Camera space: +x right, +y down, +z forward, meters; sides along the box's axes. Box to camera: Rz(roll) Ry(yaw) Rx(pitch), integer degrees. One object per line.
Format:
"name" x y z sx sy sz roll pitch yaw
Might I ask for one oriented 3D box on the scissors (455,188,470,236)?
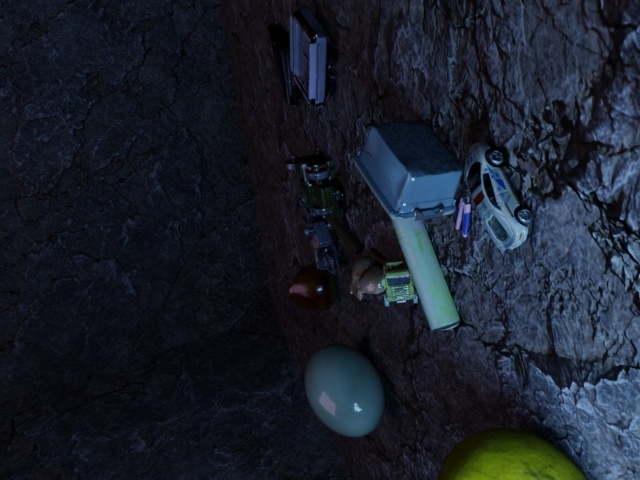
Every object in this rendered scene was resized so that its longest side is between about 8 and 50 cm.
"scissors" 0.293 -0.059 1.156 0.039 0.012 0.113 -123 21 -46

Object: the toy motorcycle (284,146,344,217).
"toy motorcycle" -0.015 -0.199 1.966 0.275 0.127 0.205 36 141 57

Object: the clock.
"clock" -0.023 -0.541 1.673 0.253 0.084 0.186 93 157 -51

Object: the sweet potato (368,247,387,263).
"sweet potato" 0.173 0.052 1.712 0.115 0.026 0.026 -137 33 -59

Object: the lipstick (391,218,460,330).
"lipstick" 0.247 0.067 1.346 0.076 0.076 0.303 126 125 -72

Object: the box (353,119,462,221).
"box" 0.184 -0.149 1.189 0.130 0.162 0.226 104 148 -45

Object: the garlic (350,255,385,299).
"garlic" 0.156 0.118 1.735 0.174 0.099 0.123 -148 62 -63

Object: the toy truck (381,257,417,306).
"toy truck" 0.201 0.102 1.457 0.191 0.085 0.115 6 -104 -82

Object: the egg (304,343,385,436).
"egg" 0.086 0.540 2.065 0.389 0.276 0.275 -128 26 -50

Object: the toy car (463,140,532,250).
"toy car" 0.305 -0.080 1.006 0.095 0.056 0.204 111 140 -69

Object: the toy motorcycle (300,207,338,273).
"toy motorcycle" 0.000 0.000 2.147 0.173 0.108 0.307 95 158 -67

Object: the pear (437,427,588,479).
"pear" 0.368 0.501 1.009 0.375 0.288 0.287 30 136 48

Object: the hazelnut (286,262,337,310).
"hazelnut" -0.037 0.196 2.296 0.208 0.208 0.208 164 90 -76

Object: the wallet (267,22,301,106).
"wallet" -0.130 -0.634 2.032 0.262 0.072 0.220 -117 13 -47

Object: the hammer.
"hammer" 0.041 -0.066 1.964 0.365 0.111 0.043 49 154 45
